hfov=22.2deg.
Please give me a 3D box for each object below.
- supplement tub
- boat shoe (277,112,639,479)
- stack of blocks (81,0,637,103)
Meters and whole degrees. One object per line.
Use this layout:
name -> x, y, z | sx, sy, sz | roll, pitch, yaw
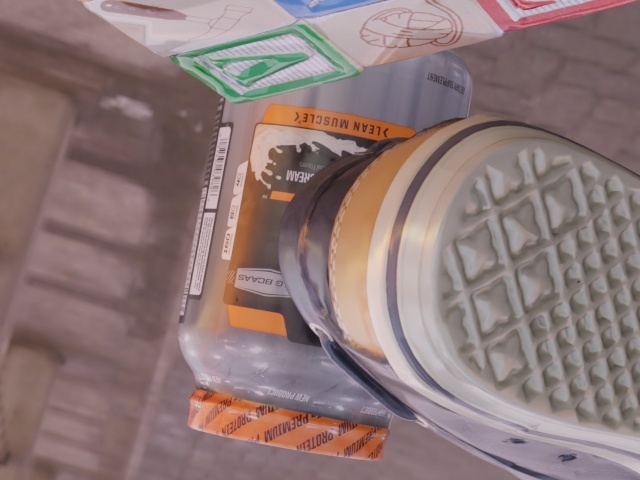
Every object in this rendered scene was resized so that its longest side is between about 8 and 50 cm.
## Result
supplement tub -> 0.000, 0.000, 1.247 | 0.194, 0.316, 0.193 | 9, 176, 1
boat shoe -> 0.179, 0.069, 0.885 | 0.500, 0.186, 0.156 | 26, 169, -38
stack of blocks -> -0.051, -0.122, 0.349 | 0.171, 0.087, 0.297 | -11, 162, 23
